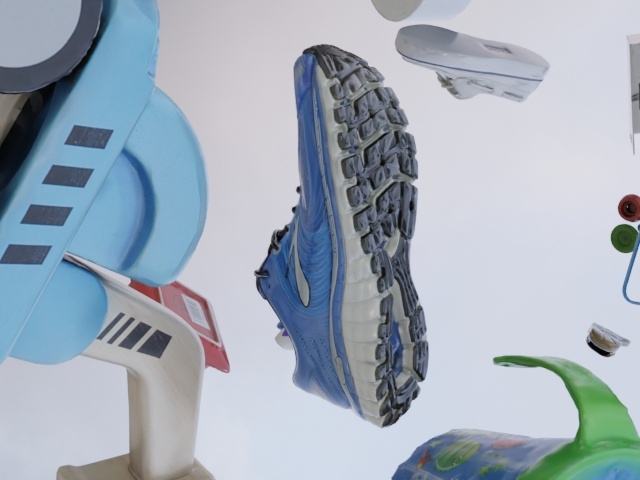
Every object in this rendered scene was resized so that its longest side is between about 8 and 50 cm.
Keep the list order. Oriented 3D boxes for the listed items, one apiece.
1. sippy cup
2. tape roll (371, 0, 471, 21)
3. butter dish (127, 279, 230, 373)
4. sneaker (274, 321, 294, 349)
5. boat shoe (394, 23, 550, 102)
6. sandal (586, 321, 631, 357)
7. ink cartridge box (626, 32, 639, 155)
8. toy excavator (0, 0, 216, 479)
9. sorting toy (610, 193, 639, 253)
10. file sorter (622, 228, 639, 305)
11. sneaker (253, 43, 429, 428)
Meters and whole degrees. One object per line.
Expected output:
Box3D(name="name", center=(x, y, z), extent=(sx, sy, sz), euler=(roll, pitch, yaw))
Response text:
Box3D(name="sippy cup", center=(0.178, 0.273, 0.679), extent=(0.305, 0.240, 0.224), euler=(-51, -160, -16))
Box3D(name="tape roll", center=(0.170, -0.515, 1.275), extent=(0.286, 0.100, 0.286), euler=(172, -90, -69))
Box3D(name="butter dish", center=(-0.215, 0.123, 1.002), extent=(0.118, 0.160, 0.160), euler=(-44, -142, 12))
Box3D(name="sneaker", center=(0.021, 0.131, 1.448), extent=(0.236, 0.323, 0.130), euler=(-28, -121, -14))
Box3D(name="boat shoe", center=(0.221, -0.257, 1.139), extent=(0.096, 0.267, 0.088), euler=(59, -43, 40))
Box3D(name="sandal", center=(0.500, 0.182, 1.335), extent=(0.072, 0.180, 0.049), euler=(30, -78, 24))
Box3D(name="ink cartridge box", center=(0.530, -0.238, 1.220), extent=(0.060, 0.180, 0.104), euler=(-3, -158, 20))
Box3D(name="toy excavator", center=(-0.189, 0.026, 0.590), extent=(0.222, 0.445, 0.433), euler=(25, -93, 47))
Box3D(name="sorting toy", center=(0.533, -0.029, 1.281), extent=(0.061, 0.042, 0.102), euler=(21, -66, 45))
Box3D(name="file sorter", center=(0.393, 0.045, 0.737), extent=(0.170, 0.104, 0.118), euler=(-121, -140, -71))
Box3D(name="sneaker", center=(0.000, 0.000, 0.657), extent=(0.147, 0.130, 0.330), euler=(4, -75, 32))
